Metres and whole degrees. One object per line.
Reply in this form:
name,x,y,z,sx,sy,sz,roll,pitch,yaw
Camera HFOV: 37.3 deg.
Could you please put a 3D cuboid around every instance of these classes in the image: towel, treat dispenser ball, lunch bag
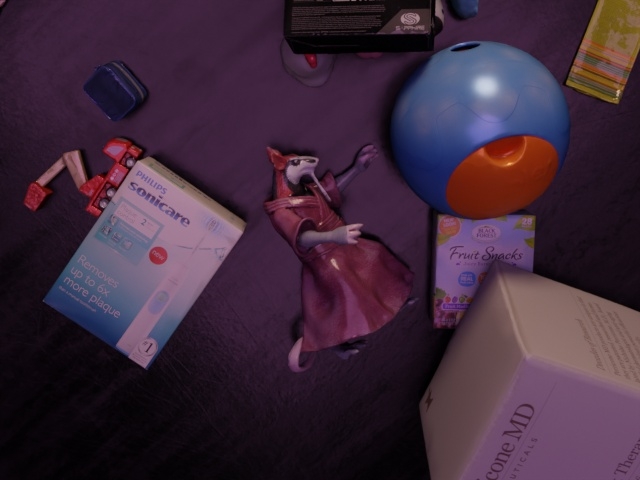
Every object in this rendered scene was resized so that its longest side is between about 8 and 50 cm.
towel,0.514,-0.363,1.643,0.102,0.021,0.237,19,98,-5
treat dispenser ball,0.256,-0.177,1.534,0.288,0.288,0.288,0,99,-1
lunch bag,-0.353,-0.260,1.622,0.067,0.065,0.098,-37,100,20

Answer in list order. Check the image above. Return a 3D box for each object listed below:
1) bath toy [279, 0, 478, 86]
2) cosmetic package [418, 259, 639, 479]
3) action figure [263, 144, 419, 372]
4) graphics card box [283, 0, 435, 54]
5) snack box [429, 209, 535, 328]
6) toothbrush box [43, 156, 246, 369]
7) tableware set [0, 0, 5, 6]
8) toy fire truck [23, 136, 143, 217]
bath toy,0.091,-0.374,1.579,0.348,0.129,0.151,-25,99,4
cosmetic package,0.412,0.292,1.553,0.394,0.327,0.329,19,113,-8
action figure,0.000,0.000,1.637,0.276,0.248,0.370,-29,101,31
graphics card box,0.067,-0.482,1.489,0.233,0.094,0.370,0,81,9
snack box,0.285,0.050,1.682,0.175,0.070,0.207,0,99,-1
toothbrush box,-0.298,0.035,1.641,0.216,0.126,0.295,36,96,-6
tableware set,-0.611,-0.452,1.608,0.169,0.020,0.141,18,101,-5
toy fire truck,-0.413,-0.112,1.653,0.135,0.047,0.192,33,97,-5
